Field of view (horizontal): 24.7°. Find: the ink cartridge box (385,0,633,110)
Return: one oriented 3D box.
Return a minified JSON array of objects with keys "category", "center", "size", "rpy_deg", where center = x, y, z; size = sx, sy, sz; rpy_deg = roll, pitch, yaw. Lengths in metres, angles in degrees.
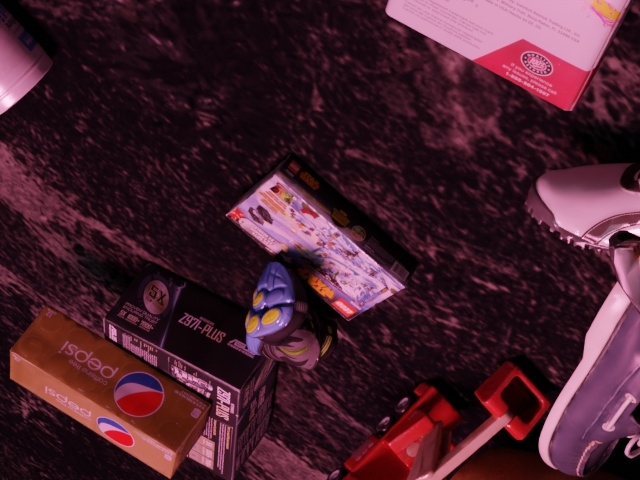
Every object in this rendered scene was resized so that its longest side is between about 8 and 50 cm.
[{"category":"ink cartridge box","center":[0.123,-0.174,0.809],"size":[0.127,0.072,0.175],"rpy_deg":[30,146,7]}]

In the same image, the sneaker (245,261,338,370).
[{"category":"sneaker","center":[-0.021,0.066,1.222],"size":[0.078,0.067,0.188],"rpy_deg":[17,166,3]}]

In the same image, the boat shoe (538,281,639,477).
[{"category":"boat shoe","center":[0.227,0.102,1.051],"size":[0.079,0.095,0.254],"rpy_deg":[35,139,20]}]

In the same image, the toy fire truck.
[{"category":"toy fire truck","center":[0.090,0.175,1.215],"size":[0.047,0.192,0.135],"rpy_deg":[46,173,-16]}]

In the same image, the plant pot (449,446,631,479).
[{"category":"plant pot","center":[0.207,0.280,1.173],"size":[0.254,0.237,0.237],"rpy_deg":[34,156,48]}]

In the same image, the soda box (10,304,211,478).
[{"category":"soda box","center":[-0.194,0.137,1.336],"size":[0.181,0.061,0.058],"rpy_deg":[30,147,9]}]

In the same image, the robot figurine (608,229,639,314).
[{"category":"robot figurine","center":[0.309,0.024,0.816],"size":[0.291,0.085,0.211],"rpy_deg":[34,105,-12]}]

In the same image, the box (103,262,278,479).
[{"category":"box","center":[-0.123,0.127,1.390],"size":[0.147,0.077,0.180],"rpy_deg":[27,146,14]}]

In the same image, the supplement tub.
[{"category":"supplement tub","center":[-0.275,-0.160,1.171],"size":[0.107,0.071,0.071],"rpy_deg":[47,145,-19]}]

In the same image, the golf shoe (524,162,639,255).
[{"category":"golf shoe","center":[0.225,-0.036,0.904],"size":[0.198,0.077,0.094],"rpy_deg":[9,128,21]}]

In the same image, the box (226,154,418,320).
[{"category":"box","center":[0.000,0.000,1.172],"size":[0.137,0.027,0.094],"rpy_deg":[41,146,-10]}]
